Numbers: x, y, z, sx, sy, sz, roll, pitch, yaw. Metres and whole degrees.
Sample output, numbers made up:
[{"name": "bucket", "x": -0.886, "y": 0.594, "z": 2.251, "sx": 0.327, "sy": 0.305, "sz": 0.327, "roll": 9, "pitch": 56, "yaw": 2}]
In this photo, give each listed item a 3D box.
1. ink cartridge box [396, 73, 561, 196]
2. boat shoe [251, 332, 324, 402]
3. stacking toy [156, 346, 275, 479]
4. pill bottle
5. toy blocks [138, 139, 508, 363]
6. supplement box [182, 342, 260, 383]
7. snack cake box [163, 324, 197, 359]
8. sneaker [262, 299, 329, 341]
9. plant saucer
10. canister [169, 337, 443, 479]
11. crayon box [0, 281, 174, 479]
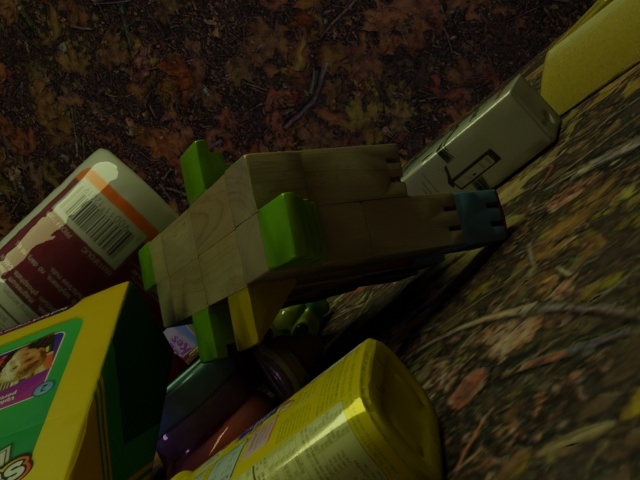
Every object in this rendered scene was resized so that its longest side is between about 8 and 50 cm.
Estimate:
[{"name": "ink cartridge box", "x": 0.202, "y": -0.113, "z": 1.028, "sx": 0.203, "sy": 0.086, "sz": 0.148, "roll": -40, "pitch": 3, "yaw": 27}, {"name": "boat shoe", "x": -0.030, "y": 0.122, "z": 0.828, "sx": 0.072, "sy": 0.068, "sz": 0.190, "roll": -30, "pitch": 1, "yaw": -11}, {"name": "stacking toy", "x": -0.207, "y": 0.226, "z": 0.874, "sx": 0.279, "sy": 0.130, "sz": 0.309, "roll": -42, "pitch": 3, "yaw": -25}, {"name": "pill bottle", "x": -0.332, "y": 0.096, "z": 0.982, "sx": 0.392, "sy": 0.224, "sz": 0.224, "roll": -46, "pitch": 4, "yaw": -8}, {"name": "toy blocks", "x": 0.000, "y": 0.000, "z": 0.784, "sx": 0.261, "sy": 0.190, "sz": 0.381, "roll": -7, "pitch": -11, "yaw": -29}, {"name": "supplement box", "x": -0.149, "y": 0.184, "z": 1.172, "sx": 0.104, "sy": 0.081, "sz": 0.188, "roll": -41, "pitch": 4, "yaw": -2}, {"name": "snack cake box", "x": -0.228, "y": 0.115, "z": 1.378, "sx": 0.089, "sy": 0.264, "sz": 0.152, "roll": -39, "pitch": 4, "yaw": 35}, {"name": "sneaker", "x": -0.050, "y": 0.088, "z": 1.064, "sx": 0.123, "sy": 0.109, "sz": 0.295, "roll": -46, "pitch": 4, "yaw": -15}, {"name": "plant saucer", "x": 0.457, "y": -0.334, "z": 1.078, "sx": 0.333, "sy": 0.081, "sz": 0.333, "roll": -44, "pitch": 5, "yaw": -41}, {"name": "canister", "x": -0.020, "y": 0.136, "z": 0.424, "sx": 0.170, "sy": 0.073, "sz": 0.126, "roll": -39, "pitch": 4, "yaw": 12}, {"name": "crayon box", "x": -0.325, "y": 0.210, "z": 0.689, "sx": 0.363, "sy": 0.106, "sz": 0.313, "roll": -22, "pitch": 25, "yaw": 6}]
